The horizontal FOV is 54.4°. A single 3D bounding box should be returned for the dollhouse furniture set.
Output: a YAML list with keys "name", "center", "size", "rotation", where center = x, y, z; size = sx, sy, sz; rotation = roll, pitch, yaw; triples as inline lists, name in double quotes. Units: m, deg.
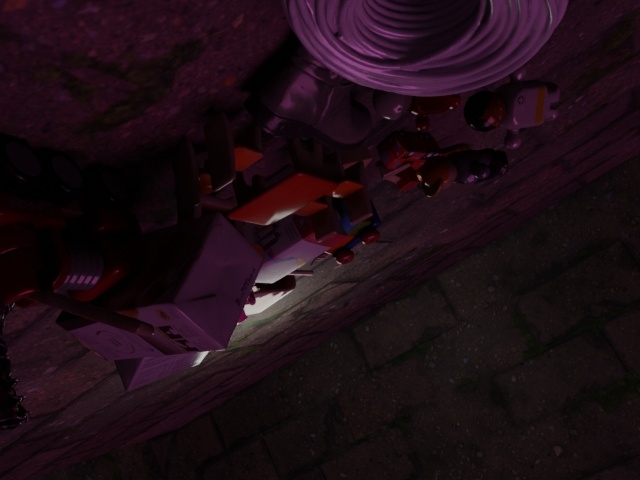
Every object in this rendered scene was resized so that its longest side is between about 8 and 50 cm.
- name: "dollhouse furniture set"
  center: [-0.092, -0.038, 0.882]
  size: [0.259, 0.135, 0.262]
  rotation: [-26, 154, 39]

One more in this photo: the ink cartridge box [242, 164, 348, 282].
- name: "ink cartridge box"
  center: [-0.071, -0.021, 1.083]
  size: [0.176, 0.128, 0.127]
  rotation: [-33, 163, 16]

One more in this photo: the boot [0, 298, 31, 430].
- name: "boot"
  center: [-0.425, 0.134, 0.810]
  size: [0.263, 0.229, 0.091]
  rotation: [-21, 163, -22]

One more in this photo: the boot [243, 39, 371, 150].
- name: "boot"
  center: [0.032, -0.199, 0.794]
  size: [0.161, 0.083, 0.246]
  rotation: [-44, 159, 30]

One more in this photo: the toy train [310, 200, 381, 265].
- name: "toy train"
  center: [0.000, 0.000, 1.336]
  size: [0.143, 0.105, 0.248]
  rotation: [3, 148, -42]

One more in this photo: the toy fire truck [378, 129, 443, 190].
- name: "toy fire truck"
  center: [0.160, -0.150, 1.202]
  size: [0.192, 0.047, 0.135]
  rotation: [-7, 155, -50]

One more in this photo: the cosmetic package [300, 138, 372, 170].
- name: "cosmetic package"
  center: [0.020, -0.135, 1.001]
  size: [0.115, 0.060, 0.041]
  rotation: [-19, 163, -33]

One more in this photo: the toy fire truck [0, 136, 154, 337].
- name: "toy fire truck"
  center: [-0.268, 0.024, 0.688]
  size: [0.158, 0.246, 0.217]
  rotation: [-31, 164, 15]

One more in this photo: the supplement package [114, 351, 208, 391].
- name: "supplement package"
  center: [-0.282, 0.118, 1.057]
  size: [0.149, 0.194, 0.203]
  rotation: [-18, 162, -32]

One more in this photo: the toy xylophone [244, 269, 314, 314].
- name: "toy xylophone"
  center: [-0.155, 0.098, 1.404]
  size: [0.236, 0.081, 0.323]
  rotation: [-33, 163, 19]

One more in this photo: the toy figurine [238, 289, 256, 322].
- name: "toy figurine"
  center: [-0.180, 0.086, 1.187]
  size: [0.173, 0.159, 0.130]
  rotation: [-16, 161, -36]

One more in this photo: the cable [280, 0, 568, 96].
- name: "cable"
  center: [0.090, -0.232, 0.571]
  size: [0.257, 0.089, 0.257]
  rotation: [5, 160, -1]

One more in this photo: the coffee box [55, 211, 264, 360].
- name: "coffee box"
  center: [-0.210, 0.067, 0.808]
  size: [0.247, 0.141, 0.098]
  rotation: [-13, 132, 37]

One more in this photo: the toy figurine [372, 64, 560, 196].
- name: "toy figurine"
  center: [0.184, -0.187, 0.836]
  size: [0.148, 0.209, 0.213]
  rotation: [-12, 158, -27]

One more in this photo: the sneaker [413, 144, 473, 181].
- name: "sneaker"
  center: [0.271, -0.165, 1.343]
  size: [0.175, 0.064, 0.067]
  rotation: [-11, 178, -32]
